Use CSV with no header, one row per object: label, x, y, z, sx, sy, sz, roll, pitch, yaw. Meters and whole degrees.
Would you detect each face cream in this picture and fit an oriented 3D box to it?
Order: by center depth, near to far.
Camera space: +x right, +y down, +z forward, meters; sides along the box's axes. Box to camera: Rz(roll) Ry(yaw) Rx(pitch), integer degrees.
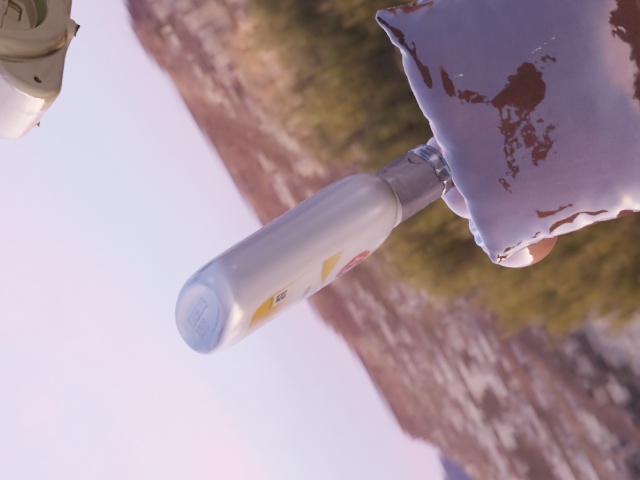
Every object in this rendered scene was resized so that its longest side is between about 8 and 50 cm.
face cream,0.000,0.000,1.480,0.071,0.291,0.144,52,148,9

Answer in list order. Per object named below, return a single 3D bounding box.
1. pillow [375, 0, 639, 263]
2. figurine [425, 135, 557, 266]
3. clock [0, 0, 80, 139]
pillow,0.241,-0.144,1.666,0.108,0.308,0.305,-42,-69,-57
figurine,0.294,-0.145,2.370,0.388,0.248,0.277,140,139,-62
clock,-0.438,-0.284,1.904,0.309,0.114,0.284,28,-143,-25
